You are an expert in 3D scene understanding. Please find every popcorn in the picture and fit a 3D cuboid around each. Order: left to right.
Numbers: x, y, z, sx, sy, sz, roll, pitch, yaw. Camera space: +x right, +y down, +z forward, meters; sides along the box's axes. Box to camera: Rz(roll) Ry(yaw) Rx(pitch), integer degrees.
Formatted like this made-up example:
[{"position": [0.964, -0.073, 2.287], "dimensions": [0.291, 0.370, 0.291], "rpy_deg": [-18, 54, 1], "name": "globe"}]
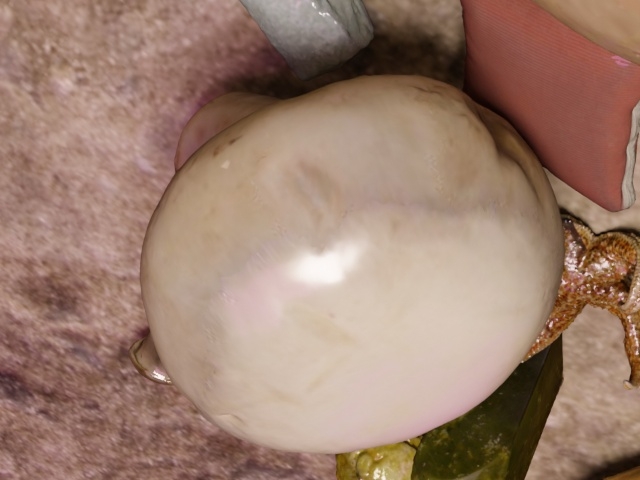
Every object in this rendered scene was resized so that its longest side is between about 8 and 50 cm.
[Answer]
[{"position": [0.068, 0.235, 1.312], "dimensions": [0.106, 0.116, 0.121], "rpy_deg": [-10, 86, 2], "name": "popcorn"}]

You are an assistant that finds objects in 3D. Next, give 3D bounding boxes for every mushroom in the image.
[{"position": [-0.125, 0.087, 1.288], "dimensions": [0.223, 0.081, 0.092], "rpy_deg": [-29, 93, 48], "name": "mushroom"}, {"position": [-0.001, 0.028, 0.940], "dimensions": [0.356, 0.315, 0.315], "rpy_deg": [-7, 127, 42], "name": "mushroom"}]

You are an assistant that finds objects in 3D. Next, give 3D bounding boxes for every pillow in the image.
[{"position": [0.167, -0.117, 0.903], "dimensions": [0.171, 0.075, 0.179], "rpy_deg": [35, 154, 28], "name": "pillow"}]

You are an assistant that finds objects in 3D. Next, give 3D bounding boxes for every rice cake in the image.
[{"position": [-0.039, -0.212, 0.950], "dimensions": [0.069, 0.063, 0.206], "rpy_deg": [-18, 121, 38], "name": "rice cake"}]

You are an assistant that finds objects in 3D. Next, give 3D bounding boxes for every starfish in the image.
[{"position": [0.192, 0.045, 1.055], "dimensions": [0.189, 0.074, 0.146], "rpy_deg": [17, 128, 16], "name": "starfish"}]

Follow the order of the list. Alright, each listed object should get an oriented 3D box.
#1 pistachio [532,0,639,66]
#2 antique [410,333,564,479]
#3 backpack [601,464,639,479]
[{"position": [0.170, -0.199, 0.730], "dimensions": [0.213, 0.162, 0.261], "rpy_deg": [102, 144, -78], "name": "pistachio"}, {"position": [0.146, 0.162, 1.094], "dimensions": [0.080, 0.221, 0.081], "rpy_deg": [8, 134, 23], "name": "antique"}, {"position": [0.356, 0.369, 1.135], "dimensions": [0.378, 0.201, 0.354], "rpy_deg": [-26, 79, 45], "name": "backpack"}]
